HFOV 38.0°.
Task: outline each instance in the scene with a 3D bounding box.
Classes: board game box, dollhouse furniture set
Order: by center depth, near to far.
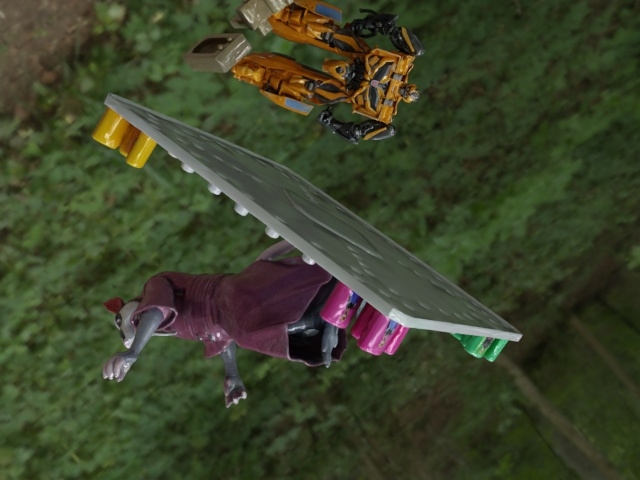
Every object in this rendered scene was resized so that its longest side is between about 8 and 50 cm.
[{"bbox_3d":[0.000,0.000,0.995,0.050,0.390,0.390,-57,154,8],"label":"board game box"},{"bbox_3d":[-0.135,-0.318,1.221,0.151,0.123,0.144,-45,-152,-14],"label":"dollhouse furniture set"}]

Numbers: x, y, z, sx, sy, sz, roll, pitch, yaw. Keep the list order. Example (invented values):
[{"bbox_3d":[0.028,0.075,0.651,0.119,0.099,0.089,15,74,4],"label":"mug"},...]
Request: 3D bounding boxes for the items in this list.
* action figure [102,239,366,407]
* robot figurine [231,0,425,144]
[{"bbox_3d":[-0.139,0.082,1.272,0.370,0.275,0.248,3,166,22],"label":"action figure"},{"bbox_3d":[0.016,-0.273,1.455,0.085,0.291,0.211,-31,141,-70],"label":"robot figurine"}]
